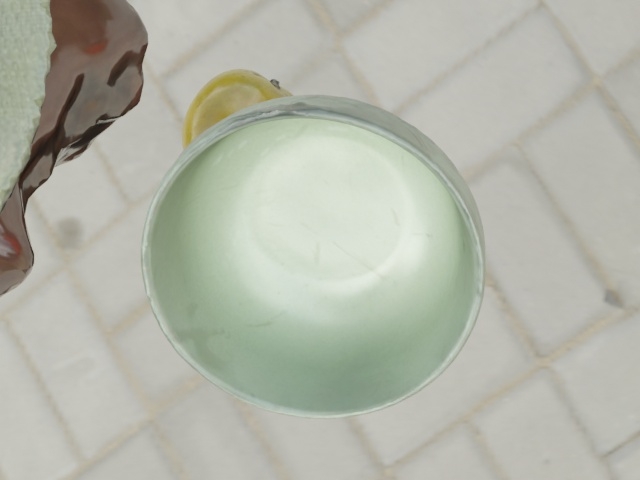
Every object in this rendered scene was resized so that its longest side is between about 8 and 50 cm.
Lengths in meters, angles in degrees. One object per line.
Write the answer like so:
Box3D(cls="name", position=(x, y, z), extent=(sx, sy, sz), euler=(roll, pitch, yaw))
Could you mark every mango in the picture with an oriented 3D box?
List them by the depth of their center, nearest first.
Box3D(cls="mango", position=(-0.076, -0.084, 1.778), extent=(0.137, 0.098, 0.195), euler=(-10, 114, -18))

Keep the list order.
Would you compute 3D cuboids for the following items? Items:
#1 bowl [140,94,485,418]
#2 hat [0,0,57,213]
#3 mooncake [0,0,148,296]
Box3D(cls="bowl", position=(0.000, 0.000, 1.549), extent=(0.307, 0.163, 0.307), euler=(3, 113, 7))
Box3D(cls="hat", position=(-0.206, -0.055, 0.444), extent=(0.110, 0.252, 0.252), euler=(-37, 70, 52))
Box3D(cls="mooncake", position=(-0.280, -0.091, 1.143), extent=(0.174, 0.333, 0.326), euler=(-50, 45, 47))
